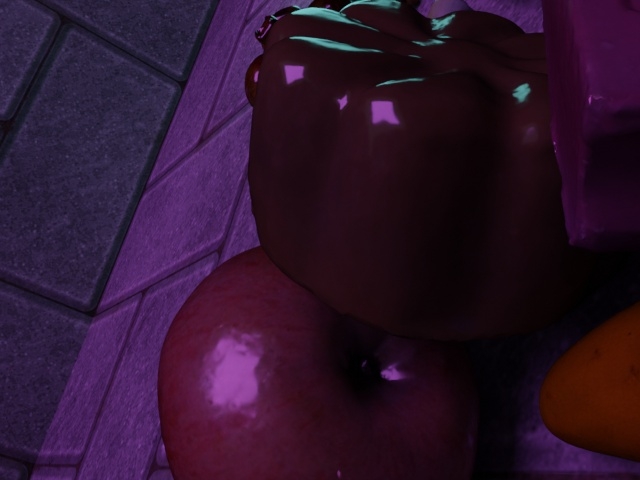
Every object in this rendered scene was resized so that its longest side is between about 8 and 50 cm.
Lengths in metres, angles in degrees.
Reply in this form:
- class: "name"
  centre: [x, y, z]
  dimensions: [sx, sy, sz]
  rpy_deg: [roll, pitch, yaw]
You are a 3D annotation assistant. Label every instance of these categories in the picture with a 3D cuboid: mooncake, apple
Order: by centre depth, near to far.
- class: "mooncake"
  centre: [0.114, -0.095, 0.663]
  dimensions: [0.378, 0.378, 0.200]
  rpy_deg: [-104, 14, -55]
- class: "apple"
  centre: [0.006, 0.152, 0.713]
  dimensions: [0.269, 0.345, 0.344]
  rpy_deg: [-29, 41, 39]

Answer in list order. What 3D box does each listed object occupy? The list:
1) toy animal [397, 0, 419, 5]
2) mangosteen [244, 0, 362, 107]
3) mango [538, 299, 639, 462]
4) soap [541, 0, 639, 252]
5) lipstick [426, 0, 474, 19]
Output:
- class: "toy animal"
  centre: [0.133, -0.532, 1.324]
  dimensions: [0.195, 0.169, 0.281]
  rpy_deg: [46, 107, 19]
- class: "mangosteen"
  centre: [0.004, -0.267, 1.142]
  dimensions: [0.275, 0.302, 0.275]
  rpy_deg: [-11, 70, 34]
- class: "mango"
  centre: [0.258, 0.101, 0.512]
  dimensions: [0.253, 0.113, 0.138]
  rpy_deg: [-35, 34, 47]
- class: "soap"
  centre: [0.313, -0.127, 0.400]
  dimensions: [0.360, 0.128, 0.233]
  rpy_deg: [-5, 51, 14]
- class: "lipstick"
  centre: [0.160, -0.224, 1.069]
  dimensions: [0.076, 0.076, 0.304]
  rpy_deg: [-13, 55, 59]
